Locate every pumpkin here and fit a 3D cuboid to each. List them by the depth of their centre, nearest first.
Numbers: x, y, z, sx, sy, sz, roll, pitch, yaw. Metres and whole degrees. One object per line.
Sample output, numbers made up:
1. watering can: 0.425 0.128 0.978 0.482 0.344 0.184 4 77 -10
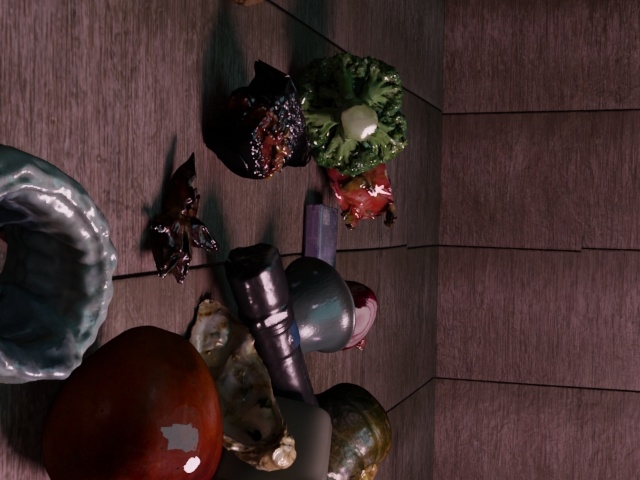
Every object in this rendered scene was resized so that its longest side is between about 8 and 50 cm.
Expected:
1. pumpkin: -0.018 0.447 1.722 0.232 0.242 0.324 1 104 -49

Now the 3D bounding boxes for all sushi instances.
1. sushi: -0.111 -0.182 1.461 0.150 0.153 0.172 -51 165 -32

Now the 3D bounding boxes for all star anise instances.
1. star anise: -0.209 -0.012 1.321 0.157 0.054 0.212 70 27 -45

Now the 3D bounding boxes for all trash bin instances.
1. trash bin: -0.083 0.413 1.461 0.250 0.219 0.219 -76 -179 -50

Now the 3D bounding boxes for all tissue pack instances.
1. tissue pack: 0.000 0.000 1.928 0.112 0.051 0.156 10 82 -69

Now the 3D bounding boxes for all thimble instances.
1. thimble: -0.306 0.023 0.815 0.205 0.172 0.250 -46 135 -41

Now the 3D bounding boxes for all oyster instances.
1. oyster: -0.141 0.234 1.395 0.094 0.166 0.294 113 -29 -55

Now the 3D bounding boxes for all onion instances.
1. onion: 0.046 0.176 1.941 0.173 0.135 0.198 -43 147 -13

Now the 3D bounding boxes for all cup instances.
1. cup: -0.054 0.143 1.638 0.150 0.199 0.199 -20 113 -44

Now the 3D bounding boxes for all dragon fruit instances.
1. dragon fruit: 0.084 -0.140 1.991 0.211 0.147 0.282 74 5 -57

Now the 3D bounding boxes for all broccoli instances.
1. broccoli: 0.068 -0.262 1.778 0.270 0.270 0.269 -113 -162 -74

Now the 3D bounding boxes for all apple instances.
1. apple: -0.226 0.226 1.053 0.234 0.234 0.233 2 90 -71

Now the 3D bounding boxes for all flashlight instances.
1. flashlight: -0.072 0.194 1.522 0.103 0.103 0.423 -64 148 -49

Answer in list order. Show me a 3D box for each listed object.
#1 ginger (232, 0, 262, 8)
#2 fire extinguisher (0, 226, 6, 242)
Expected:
1. ginger: -0.117 -0.499 1.507 0.104 0.080 0.204 15 75 -37
2. fire extinguisher: -0.341 -0.019 0.957 0.158 0.043 0.064 60 22 -58
